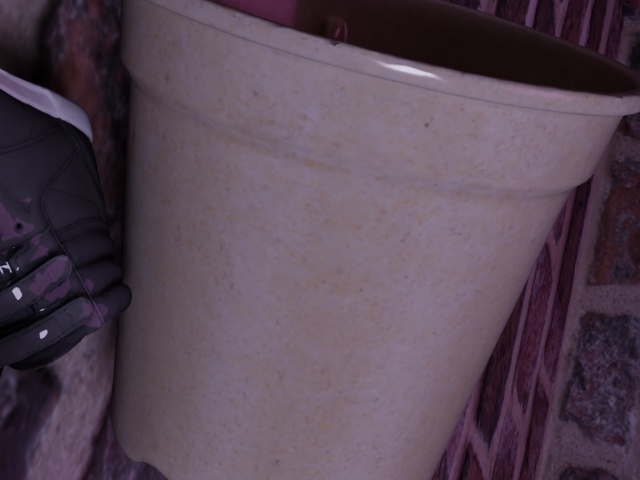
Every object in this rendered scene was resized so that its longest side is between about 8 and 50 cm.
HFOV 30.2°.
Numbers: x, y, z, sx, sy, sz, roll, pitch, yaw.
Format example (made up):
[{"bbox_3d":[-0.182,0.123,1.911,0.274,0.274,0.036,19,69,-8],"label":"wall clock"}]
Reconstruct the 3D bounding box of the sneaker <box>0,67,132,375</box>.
[{"bbox_3d":[-0.180,-0.006,0.583,0.146,0.105,0.296,69,16,9],"label":"sneaker"}]

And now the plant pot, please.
[{"bbox_3d":[0.000,0.000,0.761,0.334,0.334,0.305,-29,137,-64],"label":"plant pot"}]
